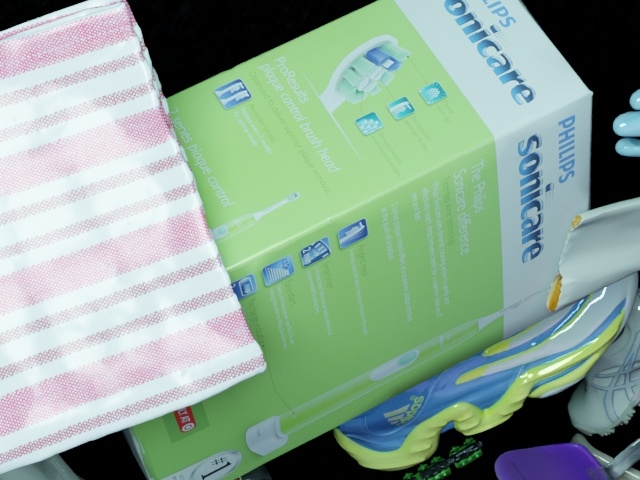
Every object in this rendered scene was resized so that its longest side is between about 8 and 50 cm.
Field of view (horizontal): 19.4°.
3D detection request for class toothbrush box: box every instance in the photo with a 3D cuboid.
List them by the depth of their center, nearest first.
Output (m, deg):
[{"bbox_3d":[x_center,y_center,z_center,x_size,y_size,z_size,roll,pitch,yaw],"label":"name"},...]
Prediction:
[{"bbox_3d":[0.000,0.000,1.032,0.283,0.122,0.206,-26,148,-9],"label":"toothbrush box"}]

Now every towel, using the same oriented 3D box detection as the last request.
[{"bbox_3d":[-0.123,-0.002,0.875,0.144,0.197,0.029,-21,-176,-9],"label":"towel"}]

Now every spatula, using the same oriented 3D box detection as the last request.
[{"bbox_3d":[0.275,0.155,1.478,0.296,0.030,0.084,-25,122,22],"label":"spatula"}]

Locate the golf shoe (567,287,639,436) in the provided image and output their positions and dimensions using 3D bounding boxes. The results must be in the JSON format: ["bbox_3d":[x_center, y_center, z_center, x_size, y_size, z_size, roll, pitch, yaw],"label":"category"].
[{"bbox_3d":[0.220,0.084,1.419,0.086,0.069,0.176,22,139,-12],"label":"golf shoe"}]

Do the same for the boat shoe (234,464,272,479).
[{"bbox_3d":[-0.085,0.189,1.302,0.049,0.042,0.133,8,132,-50],"label":"boat shoe"}]

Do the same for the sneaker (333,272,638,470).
[{"bbox_3d":[0.097,0.070,1.245,0.240,0.091,0.126,-40,147,15],"label":"sneaker"}]

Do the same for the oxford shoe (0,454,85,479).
[{"bbox_3d":[-0.240,0.066,0.926,0.130,0.169,0.449,-65,151,-27],"label":"oxford shoe"}]

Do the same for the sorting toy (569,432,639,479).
[{"bbox_3d":[0.279,0.272,1.584,0.038,0.208,0.193,-49,162,-36],"label":"sorting toy"}]

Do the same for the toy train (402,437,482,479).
[{"bbox_3d":[0.090,0.180,1.464,0.083,0.017,0.024,-30,159,-4],"label":"toy train"}]

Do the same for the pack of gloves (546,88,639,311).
[{"bbox_3d":[0.248,-0.050,1.045,0.232,0.046,0.195,-22,146,-26],"label":"pack of gloves"}]

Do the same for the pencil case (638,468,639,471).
[{"bbox_3d":[0.367,0.158,1.568,0.133,0.119,0.306,-61,177,-49],"label":"pencil case"}]
